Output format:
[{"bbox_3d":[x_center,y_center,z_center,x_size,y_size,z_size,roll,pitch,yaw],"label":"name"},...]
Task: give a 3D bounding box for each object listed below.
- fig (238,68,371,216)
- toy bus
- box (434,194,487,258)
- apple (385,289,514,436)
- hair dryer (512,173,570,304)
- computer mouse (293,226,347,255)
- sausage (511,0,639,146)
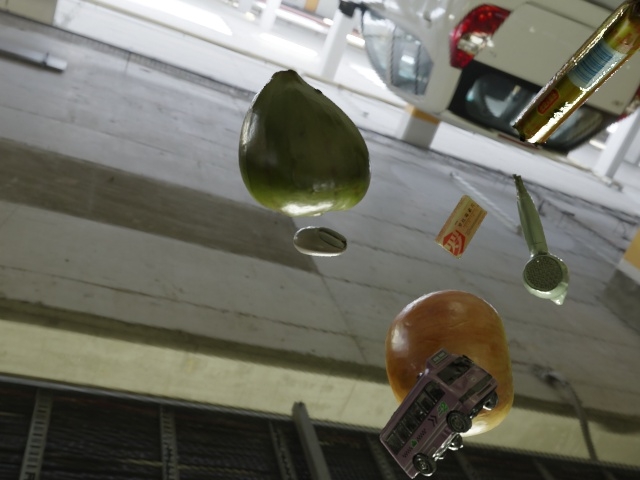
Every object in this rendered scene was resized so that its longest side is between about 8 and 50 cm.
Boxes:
[{"bbox_3d":[-0.027,-0.147,0.990,0.203,0.225,0.203,-6,-173,1],"label":"fig"},{"bbox_3d":[0.175,0.259,0.985,0.096,0.199,0.108,-22,-124,-44],"label":"toy bus"},{"bbox_3d":[0.233,-0.022,1.087,0.058,0.093,0.015,33,178,-32],"label":"box"},{"bbox_3d":[0.252,0.243,1.288,0.233,0.286,0.286,-9,-164,11],"label":"apple"},{"bbox_3d":[0.386,-0.006,1.174,0.206,0.075,0.237,21,-126,-64],"label":"hair dryer"},{"bbox_3d":[-0.001,-0.002,1.152,0.096,0.039,0.066,5,-156,14],"label":"computer mouse"},{"bbox_3d":[0.437,-0.278,1.077,0.082,0.371,0.082,5,-114,-12],"label":"sausage"}]
